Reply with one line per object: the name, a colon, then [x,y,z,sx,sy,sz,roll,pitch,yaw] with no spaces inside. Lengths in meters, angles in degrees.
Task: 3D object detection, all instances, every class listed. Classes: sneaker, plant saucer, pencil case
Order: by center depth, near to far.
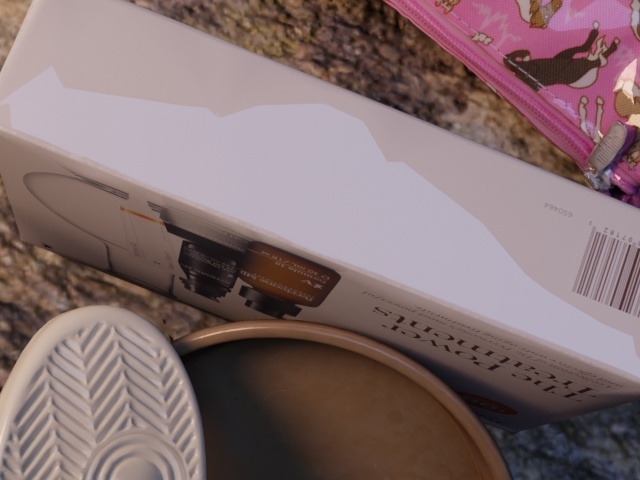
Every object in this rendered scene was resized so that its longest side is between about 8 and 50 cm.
sneaker: [-0.148,0.213,0.786,0.131,0.148,0.350,6,83,-24]
plant saucer: [-0.014,0.166,0.848,0.277,0.041,0.278,4,115,9]
pencil case: [0.124,-0.190,0.942,0.386,0.167,0.160,41,113,1]

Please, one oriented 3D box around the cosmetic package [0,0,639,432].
cosmetic package: [0.000,0.000,0.824,0.377,0.284,0.098,22,78,-3]
